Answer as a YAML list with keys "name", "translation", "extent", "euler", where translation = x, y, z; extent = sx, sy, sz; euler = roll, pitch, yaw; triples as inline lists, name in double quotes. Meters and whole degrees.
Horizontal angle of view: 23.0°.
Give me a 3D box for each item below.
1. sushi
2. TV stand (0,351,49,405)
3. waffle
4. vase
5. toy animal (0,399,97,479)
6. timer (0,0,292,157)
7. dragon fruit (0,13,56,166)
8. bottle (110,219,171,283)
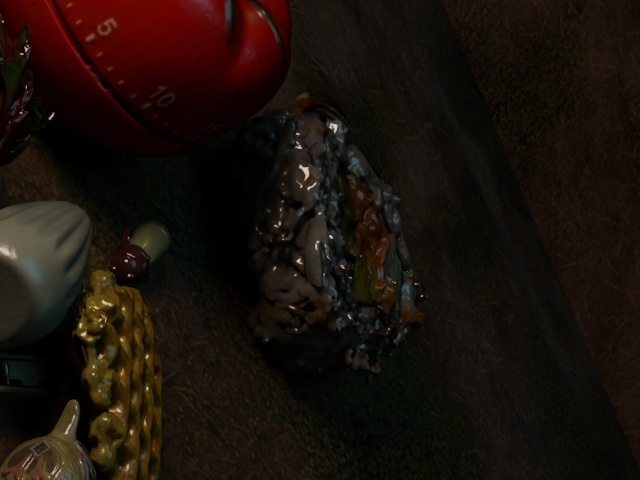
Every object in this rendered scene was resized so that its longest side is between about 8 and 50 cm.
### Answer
- name: "sushi"
  translation: [0.000, 0.003, 2.119]
  extent: [0.417, 0.176, 0.417]
  euler: [-17, 90, -72]
- name: "TV stand"
  translation: [-0.336, 0.123, 1.442]
  extent: [0.249, 0.036, 0.042]
  euler: [15, 57, -62]
- name: "waffle"
  translation: [-0.197, 0.166, 1.602]
  extent: [0.291, 0.051, 0.291]
  euler: [-9, 90, -84]
- name: "vase"
  translation: [-0.287, 0.020, 1.545]
  extent: [0.128, 0.128, 0.248]
  euler: [62, 14, -10]
- name: "toy animal"
  translation: [-0.246, 0.223, 1.464]
  extent: [0.098, 0.098, 0.137]
  euler: [53, 45, -29]
- name: "timer"
  translation: [-0.209, -0.280, 1.792]
  extent: [0.378, 0.279, 0.378]
  euler: [47, 28, -35]
- name: "dragon fruit"
  translation: [-0.356, -0.153, 1.497]
  extent: [0.182, 0.182, 0.188]
  euler: [-62, 138, -62]
- name: "bottle"
  translation: [-0.212, 0.015, 1.809]
  extent: [0.063, 0.047, 0.101]
  euler: [48, 30, -8]
